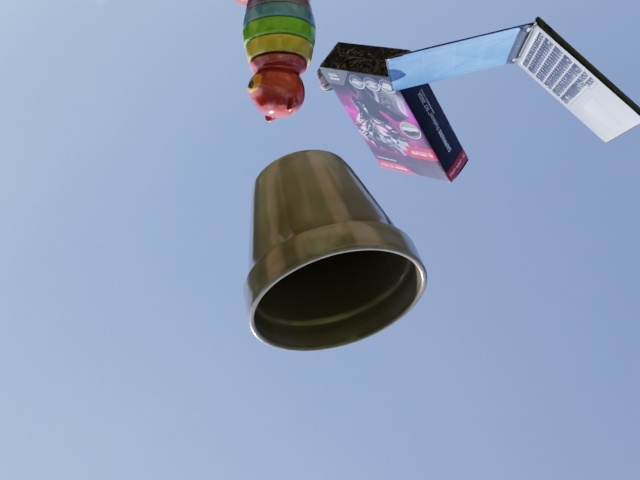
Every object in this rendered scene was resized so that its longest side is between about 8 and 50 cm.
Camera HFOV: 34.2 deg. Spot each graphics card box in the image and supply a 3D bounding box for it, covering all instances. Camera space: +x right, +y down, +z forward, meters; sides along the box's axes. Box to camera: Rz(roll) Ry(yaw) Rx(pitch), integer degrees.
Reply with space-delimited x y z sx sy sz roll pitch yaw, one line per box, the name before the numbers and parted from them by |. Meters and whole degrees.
graphics card box | 0.178 -0.300 2.455 0.232 0.371 0.094 18 -117 42

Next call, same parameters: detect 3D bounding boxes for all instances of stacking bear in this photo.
stacking bear | -0.089 -0.392 2.132 0.175 0.164 0.289 -15 -109 46

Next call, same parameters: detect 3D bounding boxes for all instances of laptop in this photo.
laptop | 0.358 -0.265 1.983 0.236 0.408 0.382 -47 176 4

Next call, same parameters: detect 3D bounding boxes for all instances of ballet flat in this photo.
ballet flat | 0.037 -0.433 2.643 0.076 0.079 0.221 -16 -168 18

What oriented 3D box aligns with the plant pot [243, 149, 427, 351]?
plant pot | 0.000 0.000 1.874 0.323 0.323 0.280 -19 -124 3
